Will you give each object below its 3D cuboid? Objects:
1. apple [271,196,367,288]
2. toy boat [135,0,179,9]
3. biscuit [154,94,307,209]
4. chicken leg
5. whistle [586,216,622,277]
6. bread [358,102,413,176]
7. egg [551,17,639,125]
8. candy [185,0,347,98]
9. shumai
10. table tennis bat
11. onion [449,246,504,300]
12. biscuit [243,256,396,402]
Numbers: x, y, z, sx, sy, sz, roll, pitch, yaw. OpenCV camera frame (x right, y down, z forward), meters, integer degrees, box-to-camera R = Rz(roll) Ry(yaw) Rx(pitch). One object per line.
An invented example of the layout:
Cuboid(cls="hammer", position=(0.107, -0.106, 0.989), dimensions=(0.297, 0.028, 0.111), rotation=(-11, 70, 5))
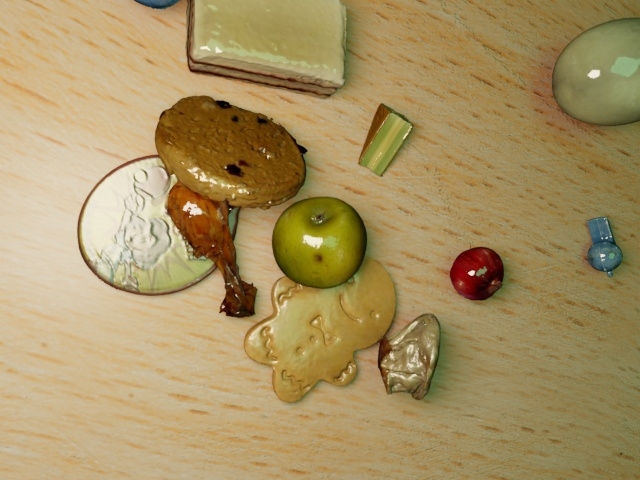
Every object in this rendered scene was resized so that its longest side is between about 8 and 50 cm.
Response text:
Cuboid(cls="apple", position=(0.000, 0.000, 1.071), dimensions=(0.196, 0.157, 0.196), rotation=(0, 52, -1))
Cuboid(cls="toy boat", position=(-0.301, -0.585, 0.954), dimensions=(0.215, 0.123, 0.330), rotation=(1, 80, 18))
Cuboid(cls="biscuit", position=(-0.166, -0.164, 1.009), dimensions=(0.295, 0.075, 0.296), rotation=(17, 41, -15))
Cuboid(cls="chicken leg", position=(-0.190, 0.018, 1.015), dimensions=(0.113, 0.093, 0.304), rotation=(-32, 109, -28))
Cuboid(cls="whistle", position=(0.739, 0.023, 1.396), dimensions=(0.090, 0.090, 0.158), rotation=(-23, 96, -19))
Cuboid(cls="bread", position=(0.140, -0.230, 1.221), dimensions=(0.074, 0.084, 0.139), rotation=(23, 112, -19))
Cuboid(cls="egg", position=(0.738, -0.412, 1.316), dimensions=(0.352, 0.258, 0.259), rotation=(-11, 92, -25))
Cuboid(cls="candy", position=(-0.105, -0.411, 1.072), dimensions=(0.320, 0.135, 0.180), rotation=(6, 85, -20))
Cuboid(cls="shumai", position=(0.185, 0.246, 1.150), dimensions=(0.120, 0.201, 0.201), rotation=(12, 84, 5))
Cuboid(cls="table tennis bat", position=(-0.262, -0.051, 1.050), dimensions=(0.414, 0.051, 0.268), rotation=(-24, 99, -17))
Cuboid(cls="onion", position=(0.366, 0.077, 1.238), dimensions=(0.131, 0.131, 0.131), rotation=(1, 88, -20))
Cuboid(cls="biscuit", position=(0.015, 0.176, 1.142), dimensions=(0.355, 0.052, 0.275), rotation=(-33, 100, -17))
